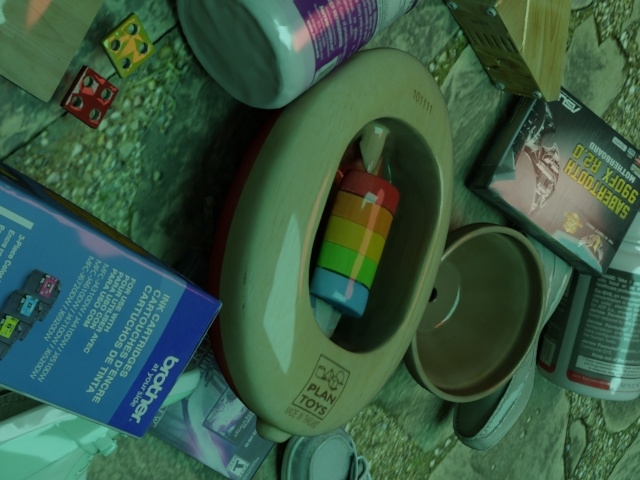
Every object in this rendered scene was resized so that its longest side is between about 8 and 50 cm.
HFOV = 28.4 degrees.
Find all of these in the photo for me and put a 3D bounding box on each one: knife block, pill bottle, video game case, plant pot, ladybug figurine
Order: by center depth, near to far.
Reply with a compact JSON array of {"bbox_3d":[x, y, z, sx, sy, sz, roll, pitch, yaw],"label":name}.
[{"bbox_3d":[0.010,-0.281,1.314,0.301,0.169,0.169,-41,131,-27],"label":"pill bottle"},{"bbox_3d":[0.000,0.000,1.390,0.305,0.162,0.449,37,68,-45],"label":"ladybug figurine"},{"bbox_3d":[-0.117,0.154,1.459,0.196,0.026,0.274,-56,136,-7],"label":"video game case"},{"bbox_3d":[0.275,-0.348,1.612,0.242,0.088,0.276,-54,135,-14],"label":"knife block"},{"bbox_3d":[0.178,0.083,1.666,0.237,0.109,0.237,-13,112,-33],"label":"plant pot"},{"bbox_3d":[0.434,0.083,1.897,0.161,0.161,0.283,1,106,-45],"label":"pill bottle"}]

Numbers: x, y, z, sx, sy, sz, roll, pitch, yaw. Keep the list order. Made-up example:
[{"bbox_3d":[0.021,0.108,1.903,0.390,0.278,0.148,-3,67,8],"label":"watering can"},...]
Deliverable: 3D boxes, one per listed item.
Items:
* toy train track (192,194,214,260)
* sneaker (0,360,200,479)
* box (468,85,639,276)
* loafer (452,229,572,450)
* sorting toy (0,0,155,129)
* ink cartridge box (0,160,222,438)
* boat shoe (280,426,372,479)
[{"bbox_3d":[-0.121,-0.009,1.408,0.048,0.014,0.083,-21,119,-39],"label":"toy train track"},{"bbox_3d":[-0.239,0.212,1.309,0.255,0.094,0.151,-17,114,-23],"label":"sneaker"},{"bbox_3d":[0.338,-0.087,1.741,0.231,0.056,0.183,35,77,-22],"label":"box"},{"bbox_3d":[0.254,0.137,1.785,0.111,0.112,0.320,29,77,-42],"label":"loafer"},{"bbox_3d":[-0.270,-0.212,1.150,0.274,0.046,0.132,33,82,-46],"label":"sorting toy"},{"bbox_3d":[-0.274,0.019,1.076,0.395,0.270,0.151,36,85,-47],"label":"ink cartridge box"},{"bbox_3d":[0.032,0.362,1.648,0.118,0.103,0.320,-32,127,-33],"label":"boat shoe"}]
